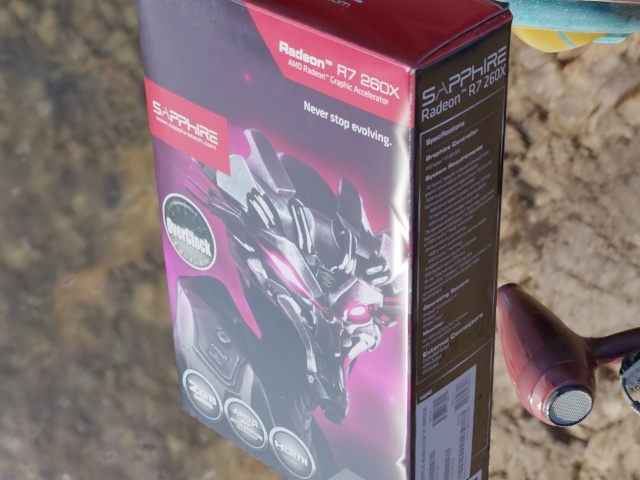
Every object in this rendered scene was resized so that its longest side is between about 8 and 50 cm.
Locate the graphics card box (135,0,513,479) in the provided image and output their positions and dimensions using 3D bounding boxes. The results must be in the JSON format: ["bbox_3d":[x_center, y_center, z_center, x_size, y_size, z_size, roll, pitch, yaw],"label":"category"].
[{"bbox_3d":[0.000,0.000,0.902,0.233,0.094,0.371,27,135,35],"label":"graphics card box"}]

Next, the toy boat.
[{"bbox_3d":[0.325,-0.254,1.564,0.318,0.267,0.148,15,105,44],"label":"toy boat"}]

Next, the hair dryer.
[{"bbox_3d":[0.293,0.122,1.430,0.294,0.224,0.080,25,126,29],"label":"hair dryer"}]
